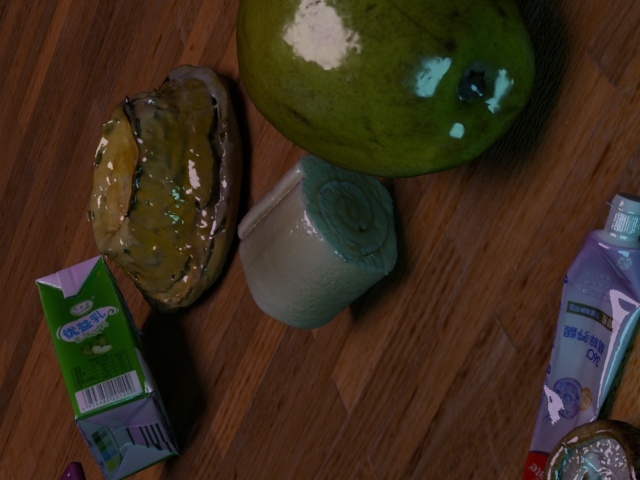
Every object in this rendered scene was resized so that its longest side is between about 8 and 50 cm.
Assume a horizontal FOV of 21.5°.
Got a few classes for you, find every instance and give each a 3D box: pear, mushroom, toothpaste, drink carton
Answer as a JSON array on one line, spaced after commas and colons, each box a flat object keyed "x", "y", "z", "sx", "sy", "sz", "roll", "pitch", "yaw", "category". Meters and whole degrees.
[{"x": 0.056, "y": -0.181, "z": 1.590, "sx": 0.307, "sy": 0.253, "sz": 0.253, "roll": 36, "pitch": 114, "yaw": 49, "category": "pear"}, {"x": 0.229, "y": 0.202, "z": 1.347, "sx": 0.123, "sy": 0.052, "sz": 0.123, "roll": -23, "pitch": 61, "yaw": 50, "category": "mushroom"}, {"x": 0.216, "y": 0.103, "z": 1.410, "sx": 0.075, "sy": 0.048, "sz": 0.301, "roll": 40, "pitch": 120, "yaw": 54, "category": "toothpaste"}, {"x": -0.275, "y": 0.171, "z": 2.196, "sx": 0.161, "sy": 0.108, "sz": 0.271, "roll": 75, "pitch": 173, "yaw": -47, "category": "drink carton"}]

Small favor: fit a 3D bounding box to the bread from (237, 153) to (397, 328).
[{"x": 0.000, "y": 0.000, "z": 1.758, "sx": 0.141, "sy": 0.134, "sz": 0.148, "roll": -43, "pitch": 57, "yaw": 44, "category": "bread"}]

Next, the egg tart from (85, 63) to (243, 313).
[{"x": -0.219, "y": -0.075, "z": 2.208, "sx": 0.345, "sy": 0.132, "sz": 0.345, "roll": -27, "pitch": 59, "yaw": 60, "category": "egg tart"}]

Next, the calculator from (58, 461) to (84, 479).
[{"x": -0.390, "y": 0.429, "z": 2.493, "sx": 0.190, "sy": 0.034, "sz": 0.127, "roll": -61, "pitch": 32, "yaw": 32, "category": "calculator"}]
